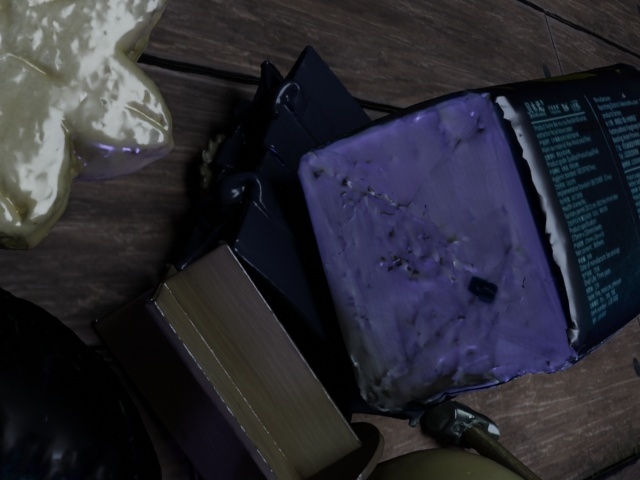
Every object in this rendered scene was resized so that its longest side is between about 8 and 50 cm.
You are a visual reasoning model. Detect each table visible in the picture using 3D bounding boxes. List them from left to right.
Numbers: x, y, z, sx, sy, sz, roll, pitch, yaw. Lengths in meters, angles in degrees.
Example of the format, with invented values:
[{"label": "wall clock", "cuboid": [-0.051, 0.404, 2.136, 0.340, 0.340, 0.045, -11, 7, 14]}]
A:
[{"label": "table", "cuboid": [-0.076, 0.125, 0.938, 0.226, 0.167, 0.167, 56, 34, -10]}]

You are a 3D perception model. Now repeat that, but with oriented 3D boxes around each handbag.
[{"label": "handbag", "cuboid": [0.000, 0.000, 1.141, 0.329, 0.122, 0.303, 49, 39, -32]}]

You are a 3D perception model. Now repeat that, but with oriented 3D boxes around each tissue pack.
[{"label": "tissue pack", "cuboid": [0.195, -0.019, 1.094, 0.417, 0.253, 0.264, -20, 91, -57]}]

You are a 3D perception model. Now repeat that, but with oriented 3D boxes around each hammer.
[{"label": "hammer", "cuboid": [0.266, 0.301, 1.239, 0.111, 0.043, 0.365, 30, 7, -48]}]

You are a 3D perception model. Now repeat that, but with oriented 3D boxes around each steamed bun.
[{"label": "steamed bun", "cuboid": [-0.242, -0.127, 0.768, 0.292, 0.137, 0.295, 18, 74, -18]}]

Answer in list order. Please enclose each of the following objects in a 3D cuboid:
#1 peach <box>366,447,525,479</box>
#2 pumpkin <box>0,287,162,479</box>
[{"label": "peach", "cuboid": [0.118, 0.327, 0.997, 0.292, 0.247, 0.292, 47, -6, 6]}, {"label": "pumpkin", "cuboid": [-0.238, 0.156, 0.597, 0.315, 0.239, 0.315, -9, 102, -47]}]
